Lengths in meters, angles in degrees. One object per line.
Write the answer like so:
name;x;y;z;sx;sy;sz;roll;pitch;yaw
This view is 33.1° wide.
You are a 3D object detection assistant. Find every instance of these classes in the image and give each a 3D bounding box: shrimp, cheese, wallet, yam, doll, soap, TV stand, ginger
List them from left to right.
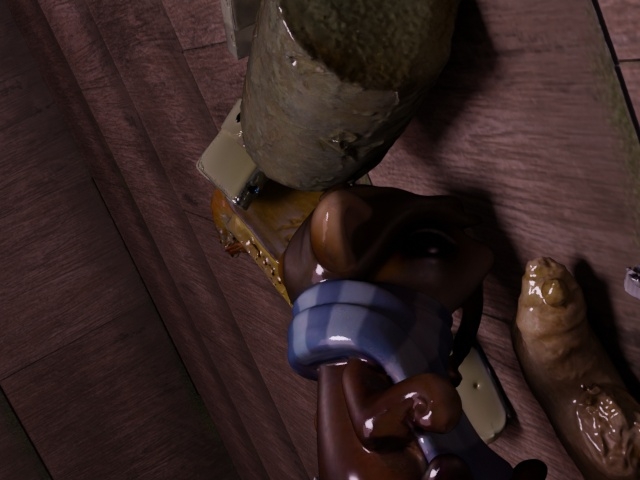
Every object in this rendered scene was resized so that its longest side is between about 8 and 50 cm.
TV stand;-0.095;-0.296;1.184;0.042;0.036;0.249;49;159;32
shrimp;-0.133;-0.017;1.723;0.115;0.051;0.217;54;159;18
wallet;-0.067;-0.118;1.196;0.039;0.155;0.110;32;-174;-41
soap;0.000;0.001;1.205;0.233;0.135;0.076;49;159;36
yam;0.016;-0.149;0.887;0.161;0.161;0.268;59;162;9
doll;0.077;0.113;0.913;0.318;0.209;0.340;99;164;-65
cheese;0.131;0.167;1.230;0.127;0.054;0.251;65;164;0
ginger;0.205;0.111;0.885;0.213;0.074;0.137;58;166;-6

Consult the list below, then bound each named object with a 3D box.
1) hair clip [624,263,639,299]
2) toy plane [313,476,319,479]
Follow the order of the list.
hair clip;0.268;0.072;0.686;0.172;0.049;0.116;48;164;30
toy plane;0.103;0.397;1.561;0.107;0.182;0.273;-17;104;41
